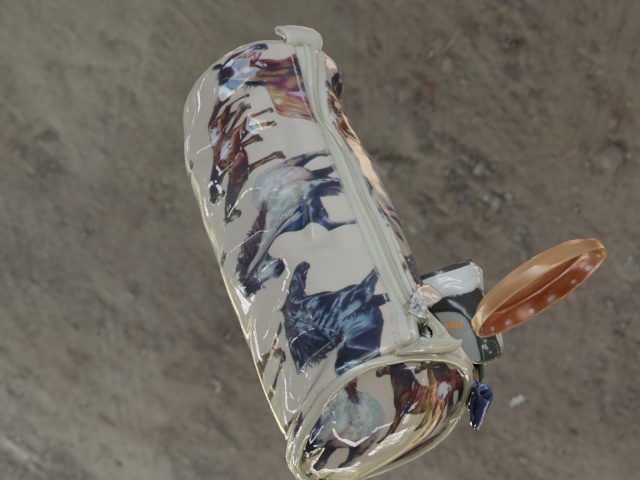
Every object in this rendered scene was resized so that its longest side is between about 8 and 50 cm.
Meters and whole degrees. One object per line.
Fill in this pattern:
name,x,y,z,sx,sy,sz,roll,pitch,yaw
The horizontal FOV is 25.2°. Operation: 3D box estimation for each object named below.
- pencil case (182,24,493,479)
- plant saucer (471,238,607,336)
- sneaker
pencil case,0.000,0.000,1.209,0.160,0.410,0.183,19,126,-39
plant saucer,0.116,0.024,0.773,0.013,0.083,0.083,58,149,19
sneaker,0.096,0.127,1.369,0.108,0.100,0.271,64,154,22
